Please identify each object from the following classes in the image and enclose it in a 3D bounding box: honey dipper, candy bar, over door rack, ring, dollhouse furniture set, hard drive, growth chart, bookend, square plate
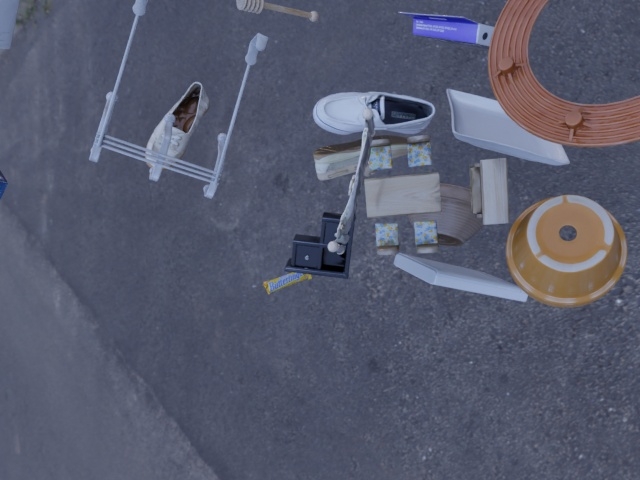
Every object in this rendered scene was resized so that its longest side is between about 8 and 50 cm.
[{"bbox_3d":[-0.067,-0.391,0.882,0.030,0.160,0.031,9,102,48],"label":"honey dipper"},{"bbox_3d":[-0.093,0.113,1.474,0.018,0.161,0.040,-30,81,52],"label":"candy bar"},{"bbox_3d":[-0.263,-0.268,0.971,0.108,0.239,0.325,34,106,64],"label":"over door rack"},{"bbox_3d":[0.388,-0.287,0.697,0.336,0.032,0.337,-11,70,33],"label":"ring"},{"bbox_3d":[0.201,-0.084,0.943,0.241,0.161,0.212,-4,97,10],"label":"dollhouse furniture set"},{"bbox_3d":[0.437,0.115,1.634,0.233,0.352,0.047,30,106,65],"label":"hard drive"},{"bbox_3d":[0.055,-0.086,0.817,0.021,0.172,0.238,14,83,7],"label":"growth chart"},{"bbox_3d":[0.000,0.000,1.258,0.156,0.072,0.158,7,106,2],"label":"bookend"},{"bbox_3d":[0.553,-0.344,1.594,0.347,0.343,0.049,-77,2,-52],"label":"square plate"}]

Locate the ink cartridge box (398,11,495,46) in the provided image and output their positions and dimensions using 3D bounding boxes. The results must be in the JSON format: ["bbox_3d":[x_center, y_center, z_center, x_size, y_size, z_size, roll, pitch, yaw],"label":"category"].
[{"bbox_3d":[0.303,-0.450,1.130,0.206,0.208,0.045,38,122,51],"label":"ink cartridge box"}]

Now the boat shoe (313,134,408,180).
[{"bbox_3d":[0.132,-0.247,1.572,0.109,0.301,0.098,-108,8,-63],"label":"boat shoe"}]

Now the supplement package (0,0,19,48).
[{"bbox_3d":[-0.567,-0.432,0.821,0.244,0.133,0.139,-29,83,49],"label":"supplement package"}]

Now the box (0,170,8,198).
[{"bbox_3d":[-0.675,-0.094,0.990,0.233,0.044,0.159,37,103,38],"label":"box"}]

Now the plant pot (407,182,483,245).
[{"bbox_3d":[0.315,-0.054,1.324,0.237,0.237,0.110,1,72,47],"label":"plant pot"}]

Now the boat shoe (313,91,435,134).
[{"bbox_3d":[0.115,-0.278,1.104,0.084,0.257,0.095,146,121,-81],"label":"boat shoe"}]

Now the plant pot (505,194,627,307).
[{"bbox_3d":[0.430,0.007,0.912,0.204,0.188,0.205,-5,76,20],"label":"plant pot"}]

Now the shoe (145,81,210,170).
[{"bbox_3d":[-0.296,-0.239,1.077,0.058,0.076,0.219,122,172,-63],"label":"shoe"}]
